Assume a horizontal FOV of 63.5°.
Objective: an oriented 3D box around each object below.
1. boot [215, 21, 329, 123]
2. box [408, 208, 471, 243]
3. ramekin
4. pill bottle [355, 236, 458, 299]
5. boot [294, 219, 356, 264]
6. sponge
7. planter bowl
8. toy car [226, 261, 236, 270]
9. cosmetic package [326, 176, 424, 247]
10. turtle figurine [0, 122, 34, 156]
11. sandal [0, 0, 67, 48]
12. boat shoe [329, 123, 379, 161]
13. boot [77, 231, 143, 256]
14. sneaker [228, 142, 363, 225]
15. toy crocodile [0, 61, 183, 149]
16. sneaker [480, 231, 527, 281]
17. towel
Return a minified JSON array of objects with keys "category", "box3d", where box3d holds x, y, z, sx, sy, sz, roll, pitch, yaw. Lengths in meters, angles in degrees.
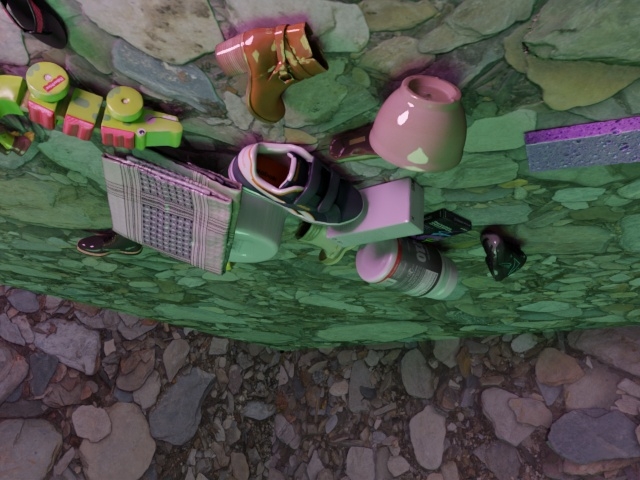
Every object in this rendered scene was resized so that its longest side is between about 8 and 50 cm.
[{"category":"boot","box3d":[-0.057,-0.262,0.833,0.153,0.072,0.197,-8,159,20]},{"category":"box","box3d":[0.307,-0.035,1.396,0.116,0.029,0.162,19,154,-33]},{"category":"ramekin","box3d":[-0.226,-0.041,1.353,0.278,0.135,0.277,4,159,2]},{"category":"pill bottle","box3d":[0.258,0.075,1.508,0.283,0.161,0.161,19,155,-33]},{"category":"boot","box3d":[0.000,0.000,1.492,0.165,0.077,0.213,13,152,-22]},{"category":"sponge","box3d":[0.500,-0.177,0.977,0.210,0.031,0.117,-5,157,23]},{"category":"planter bowl","box3d":[0.169,-0.201,0.848,0.162,0.162,0.109,6,133,-3]},{"category":"toy car","box3d":[-0.323,0.045,1.711,0.225,0.053,0.239,-12,154,37]},{"category":"cosmetic package","box3d":[0.130,-0.062,1.245,0.231,0.117,0.085,-9,156,36]},{"category":"turtle figurine","box3d":[-0.686,-0.239,1.009,0.270,0.087,0.217,-8,155,31]},{"category":"sandal","box3d":[-0.434,-0.340,0.752,0.067,0.040,0.179,3,159,4]},{"category":"boat shoe","box3d":[0.111,-0.188,1.010,0.190,0.068,0.072,1,173,38]},{"category":"boot","box3d":[-0.672,-0.008,1.646,0.198,0.076,0.137,-2,157,-18]},{"category":"sneaker","box3d":[-0.033,-0.118,1.121,0.321,0.126,0.127,15,162,-21]},{"category":"toy crocodile","box3d":[-0.427,-0.229,0.951,0.341,0.105,0.115,13,158,-21]},{"category":"sneaker","box3d":[0.521,0.032,1.468,0.106,0.101,0.267,-22,153,13]},{"category":"towel","box3d":[-0.343,-0.066,1.180,0.312,0.056,0.324,24,136,3]}]
